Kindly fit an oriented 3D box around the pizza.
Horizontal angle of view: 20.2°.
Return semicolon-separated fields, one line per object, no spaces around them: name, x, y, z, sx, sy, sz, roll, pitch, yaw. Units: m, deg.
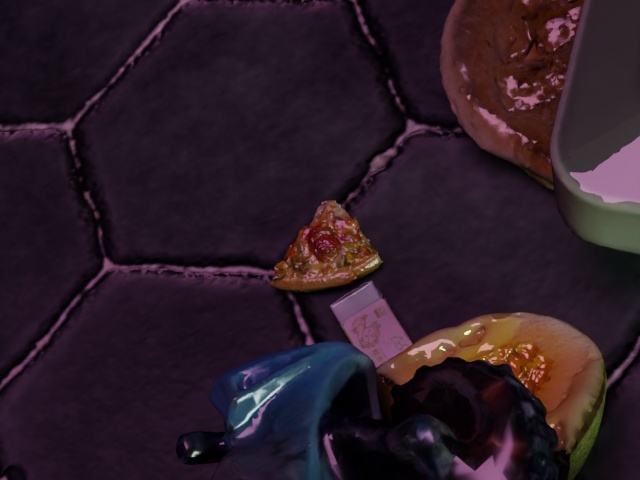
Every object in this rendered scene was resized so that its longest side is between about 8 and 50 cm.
pizza;0.000;0.000;1.294;0.083;0.025;0.078;-15;57;13

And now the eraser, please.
eraser;0.041;0.068;1.238;0.038;0.019;0.083;-32;52;2

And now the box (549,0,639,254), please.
box;0.357;-0.140;1.167;0.367;0.090;0.373;9;61;14

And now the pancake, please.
pancake;0.220;-0.147;1.289;0.282;0.049;0.282;-9;59;15

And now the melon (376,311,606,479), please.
melon;0.126;0.110;1.147;0.160;0.079;0.128;20;52;43

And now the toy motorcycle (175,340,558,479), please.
toy motorcycle;-0.033;0.228;1.088;0.232;0.172;0.416;33;89;40
